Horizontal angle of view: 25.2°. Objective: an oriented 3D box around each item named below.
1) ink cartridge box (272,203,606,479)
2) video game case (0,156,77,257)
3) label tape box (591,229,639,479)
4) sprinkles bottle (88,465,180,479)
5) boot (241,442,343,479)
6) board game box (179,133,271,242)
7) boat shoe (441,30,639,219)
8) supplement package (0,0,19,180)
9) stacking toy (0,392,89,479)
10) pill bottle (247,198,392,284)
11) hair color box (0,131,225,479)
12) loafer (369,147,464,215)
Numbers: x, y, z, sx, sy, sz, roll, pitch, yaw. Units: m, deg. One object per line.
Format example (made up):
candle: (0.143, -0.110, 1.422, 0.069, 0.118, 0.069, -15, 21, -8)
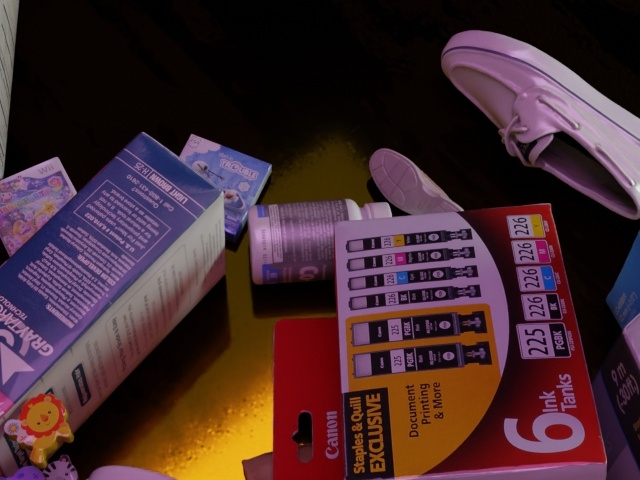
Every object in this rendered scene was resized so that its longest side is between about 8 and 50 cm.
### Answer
ink cartridge box: (0.085, 0.123, 1.227, 0.271, 0.130, 0.309, -5, 41, 2)
video game case: (-0.275, -0.018, 1.415, 0.087, 0.011, 0.122, -25, 66, -14)
label tape box: (0.296, 0.162, 1.211, 0.115, 0.249, 0.348, -17, 65, -11)
sprinkles bottle: (-0.185, 0.367, 1.160, 0.121, 0.121, 0.355, 14, 63, 5)
boot: (0.089, 0.264, 1.248, 0.269, 0.089, 0.236, -14, 52, -10)
board game box: (-0.108, -0.053, 1.435, 0.090, 0.020, 0.090, 21, 63, 8)
boat shoe: (0.227, -0.113, 1.442, 0.267, 0.096, 0.088, 35, 62, 6)
supplement package: (-0.385, -0.194, 1.432, 0.139, 0.134, 0.244, -1, 63, -2)
stacking toy: (-0.283, 0.241, 1.196, 0.052, 0.167, 0.221, 38, 69, 18)
pill bottle: (0.000, 0.000, 1.379, 0.137, 0.078, 0.078, -4, 63, -4)
hair color box: (-0.234, 0.082, 1.275, 0.105, 0.174, 0.347, 36, 67, 15)
loafer: (0.101, -0.044, 1.434, 0.125, 0.039, 0.045, 42, 102, 20)
